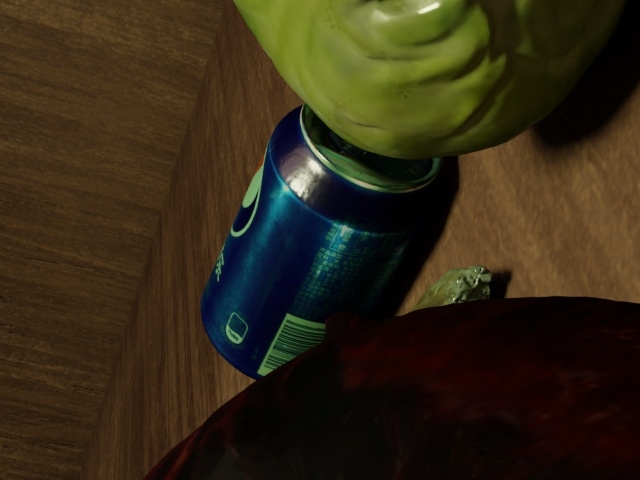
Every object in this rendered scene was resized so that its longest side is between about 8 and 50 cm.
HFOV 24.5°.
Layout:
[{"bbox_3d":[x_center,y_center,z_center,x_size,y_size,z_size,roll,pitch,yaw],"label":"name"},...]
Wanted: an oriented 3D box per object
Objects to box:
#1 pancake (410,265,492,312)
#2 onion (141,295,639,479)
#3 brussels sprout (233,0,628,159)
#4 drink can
[{"bbox_3d":[0.052,0.140,0.782,0.253,0.037,0.254,-165,90,-76],"label":"pancake"},{"bbox_3d":[0.033,0.143,0.366,0.314,0.232,0.314,-22,44,22],"label":"onion"},{"bbox_3d":[0.061,-0.157,0.717,0.244,0.244,0.244,-166,90,-77],"label":"brussels sprout"},{"bbox_3d":[0.000,0.000,0.973,0.118,0.118,0.205,-89,20,-45],"label":"drink can"}]
